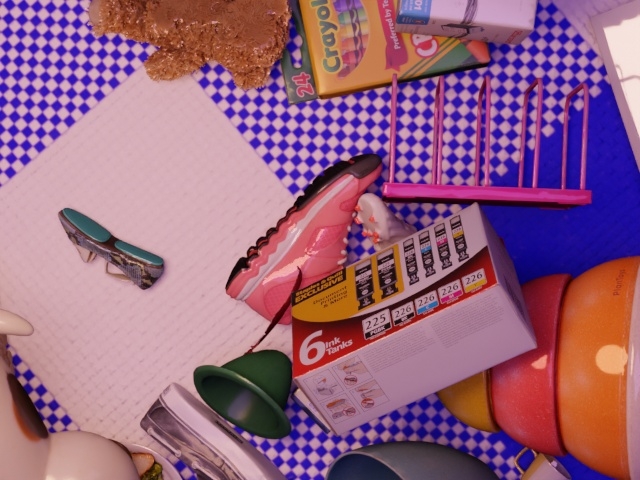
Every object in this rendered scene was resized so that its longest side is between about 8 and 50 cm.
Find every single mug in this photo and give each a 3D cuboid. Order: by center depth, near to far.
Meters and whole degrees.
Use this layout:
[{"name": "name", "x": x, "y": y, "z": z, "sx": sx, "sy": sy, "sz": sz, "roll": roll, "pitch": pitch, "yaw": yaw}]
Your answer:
[{"name": "mug", "x": 0.339, "y": 0.362, "z": 1.886, "sx": 0.062, "sy": 0.078, "sz": 0.064, "roll": 35, "pitch": 103, "yaw": -30}]

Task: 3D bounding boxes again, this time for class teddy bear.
[{"name": "teddy bear", "x": -0.201, "y": -0.355, "z": 1.888, "sx": 0.338, "sy": 0.113, "sz": 0.245, "roll": 4, "pitch": 84, "yaw": 11}]

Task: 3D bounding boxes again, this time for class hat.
[{"name": "hat", "x": -0.072, "y": 0.181, "z": 1.884, "sx": 0.173, "sy": 0.208, "sz": 0.183, "roll": 43, "pitch": 60, "yaw": -15}]

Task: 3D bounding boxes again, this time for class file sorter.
[{"name": "file sorter", "x": 0.240, "y": -0.144, "z": 1.806, "sx": 0.291, "sy": 0.202, "sz": 0.182, "roll": 2, "pitch": 89, "yaw": 3}]

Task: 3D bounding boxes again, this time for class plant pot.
[{"name": "plant pot", "x": 0.167, "y": 0.414, "z": 1.804, "sx": 0.195, "sy": 0.290, "sz": 0.290, "roll": -18, "pitch": 90, "yaw": -33}]

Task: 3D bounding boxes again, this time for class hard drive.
[{"name": "hard drive", "x": 0.566, "y": -0.205, "z": 1.820, "sx": 0.233, "sy": 0.047, "sz": 0.353, "roll": -18, "pitch": 91, "yaw": 30}]

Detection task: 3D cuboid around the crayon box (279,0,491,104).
[{"name": "crayon box", "x": 0.084, "y": -0.334, "z": 1.873, "sx": 0.319, "sy": 0.081, "sz": 0.202, "roll": -12, "pitch": 90, "yaw": 4}]

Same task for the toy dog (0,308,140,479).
[{"name": "toy dog", "x": -0.450, "y": 0.311, "z": 1.746, "sx": 0.408, "sy": 0.284, "sz": 0.395, "roll": 35, "pitch": 91, "yaw": -20}]

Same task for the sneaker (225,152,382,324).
[{"name": "sneaker", "x": 0.000, "y": 0.000, "z": 1.883, "sx": 0.136, "sy": 0.116, "sz": 0.314, "roll": 43, "pitch": 97, "yaw": -11}]

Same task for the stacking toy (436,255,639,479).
[{"name": "stacking toy", "x": 0.285, "y": 0.174, "z": 1.803, "sx": 0.480, "sy": 0.351, "sz": 0.350, "roll": 2, "pitch": 91, "yaw": 22}]

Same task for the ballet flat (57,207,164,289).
[{"name": "ballet flat", "x": -0.337, "y": 0.019, "z": 1.912, "sx": 0.188, "sy": 0.070, "sz": 0.070, "roll": 30, "pitch": 92, "yaw": 6}]

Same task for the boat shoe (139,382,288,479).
[{"name": "boat shoe", "x": -0.150, "y": 0.353, "z": 1.883, "sx": 0.301, "sy": 0.108, "sz": 0.102, "roll": 41, "pitch": 93, "yaw": 5}]

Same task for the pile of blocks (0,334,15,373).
[{"name": "pile of blocks", "x": -0.549, "y": 0.173, "z": 1.881, "sx": 0.113, "sy": 0.149, "sz": 0.362, "roll": -14, "pitch": 90, "yaw": 3}]

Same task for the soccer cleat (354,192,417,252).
[{"name": "soccer cleat", "x": 0.107, "y": -0.013, "z": 1.842, "sx": 0.076, "sy": 0.196, "sz": 0.068, "roll": -38, "pitch": 47, "yaw": -12}]

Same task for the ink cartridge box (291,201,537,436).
[{"name": "ink cartridge box", "x": 0.120, "y": 0.090, "z": 1.731, "sx": 0.309, "sy": 0.272, "sz": 0.130, "roll": -27, "pitch": 120, "yaw": 14}]

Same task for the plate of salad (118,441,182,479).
[{"name": "plate of salad", "x": -0.303, "y": 0.411, "z": 1.906, "sx": 0.200, "sy": 0.048, "sz": 0.199, "roll": 2, "pitch": 102, "yaw": 8}]

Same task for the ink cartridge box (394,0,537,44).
[{"name": "ink cartridge box", "x": 0.207, "y": -0.338, "z": 1.754, "sx": 0.191, "sy": 0.139, "sz": 0.082, "roll": 8, "pitch": 89, "yaw": 1}]

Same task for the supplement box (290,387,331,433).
[{"name": "supplement box", "x": 0.012, "y": 0.239, "z": 1.895, "sx": 0.083, "sy": 0.056, "sz": 0.083, "roll": -45, "pitch": 88, "yaw": 3}]
